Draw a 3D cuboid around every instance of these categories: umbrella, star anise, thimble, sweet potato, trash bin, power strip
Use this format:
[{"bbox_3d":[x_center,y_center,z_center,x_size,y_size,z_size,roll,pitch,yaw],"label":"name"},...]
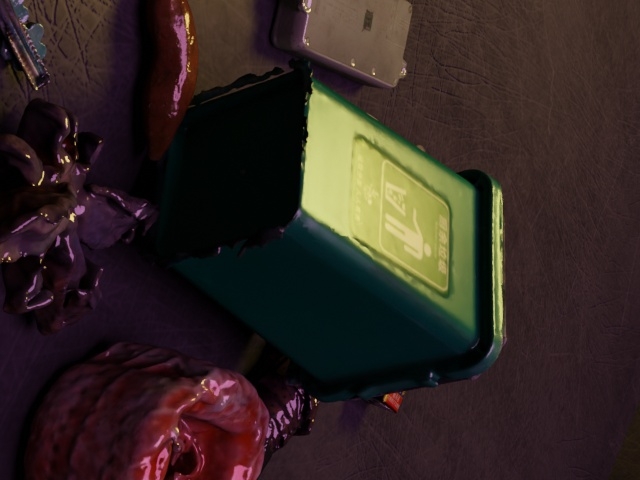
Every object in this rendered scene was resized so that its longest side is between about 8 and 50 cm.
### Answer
[{"bbox_3d":[-0.028,0.164,1.560,0.090,0.094,0.326,52,57,-37],"label":"umbrella"},{"bbox_3d":[-0.230,-0.019,1.125,0.257,0.111,0.198,68,33,-62],"label":"star anise"},{"bbox_3d":[-0.172,0.225,1.277,0.239,0.162,0.239,-32,129,-49],"label":"thimble"},{"bbox_3d":[-0.149,-0.179,1.255,0.058,0.055,0.202,-102,-163,-79],"label":"sweet potato"},{"bbox_3d":[0.000,0.000,1.358,0.381,0.295,0.259,37,49,-45],"label":"trash bin"},{"bbox_3d":[0.033,-0.262,1.522,0.270,0.046,0.117,11,91,-58],"label":"power strip"}]

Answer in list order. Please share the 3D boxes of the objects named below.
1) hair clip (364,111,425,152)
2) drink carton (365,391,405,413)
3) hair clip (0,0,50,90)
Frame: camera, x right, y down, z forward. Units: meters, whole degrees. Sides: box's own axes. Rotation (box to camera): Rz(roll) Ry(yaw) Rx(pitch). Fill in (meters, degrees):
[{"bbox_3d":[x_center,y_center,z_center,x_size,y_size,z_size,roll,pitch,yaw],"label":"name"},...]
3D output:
[{"bbox_3d":[0.084,-0.043,1.652,0.172,0.113,0.282,-53,148,-32],"label":"hair clip"},{"bbox_3d":[0.109,0.158,1.816,0.165,0.056,0.071,-67,156,-15],"label":"drink carton"},{"bbox_3d":[-0.266,-0.201,1.062,0.049,0.049,0.173,-56,149,-30],"label":"hair clip"}]
